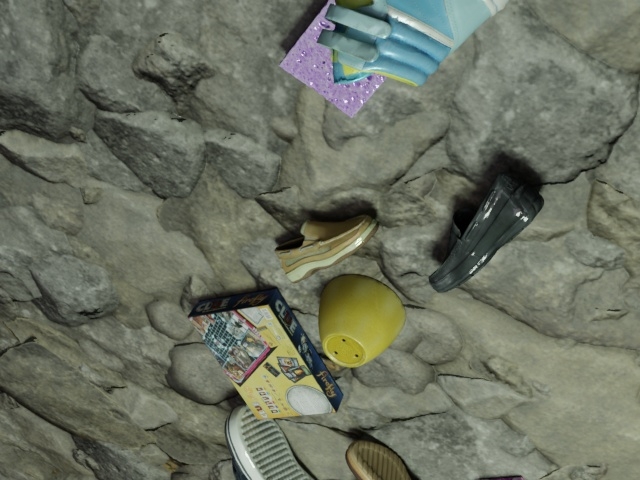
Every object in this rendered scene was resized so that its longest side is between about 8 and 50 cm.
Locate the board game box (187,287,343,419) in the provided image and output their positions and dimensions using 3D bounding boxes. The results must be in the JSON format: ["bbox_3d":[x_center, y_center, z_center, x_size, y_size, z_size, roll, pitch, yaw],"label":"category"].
[{"bbox_3d":[-0.088,0.191,1.680,0.165,0.042,0.243,-11,123,31],"label":"board game box"}]

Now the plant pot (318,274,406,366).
[{"bbox_3d":[0.050,0.132,1.528,0.134,0.095,0.134,13,132,15],"label":"plant pot"}]

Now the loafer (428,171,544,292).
[{"bbox_3d":[0.205,-0.010,1.357,0.078,0.076,0.223,43,135,5],"label":"loafer"}]

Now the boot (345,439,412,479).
[{"bbox_3d":[0.082,0.462,1.802,0.248,0.090,0.207,43,131,-19],"label":"boot"}]

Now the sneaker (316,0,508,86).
[{"bbox_3d":[0.029,-0.290,1.095,0.319,0.127,0.208,37,97,-8],"label":"sneaker"}]

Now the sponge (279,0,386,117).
[{"bbox_3d":[0.050,-0.250,1.243,0.117,0.031,0.210,36,133,-9],"label":"sponge"}]

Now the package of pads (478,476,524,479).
[{"bbox_3d":[0.296,0.419,1.695,0.083,0.050,0.032,-13,117,33],"label":"package of pads"}]

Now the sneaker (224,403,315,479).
[{"bbox_3d":[-0.104,0.427,1.834,0.128,0.126,0.321,-16,121,29],"label":"sneaker"}]

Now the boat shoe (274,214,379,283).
[{"bbox_3d":[0.000,0.000,1.463,0.190,0.068,0.072,-30,100,40],"label":"boat shoe"}]
